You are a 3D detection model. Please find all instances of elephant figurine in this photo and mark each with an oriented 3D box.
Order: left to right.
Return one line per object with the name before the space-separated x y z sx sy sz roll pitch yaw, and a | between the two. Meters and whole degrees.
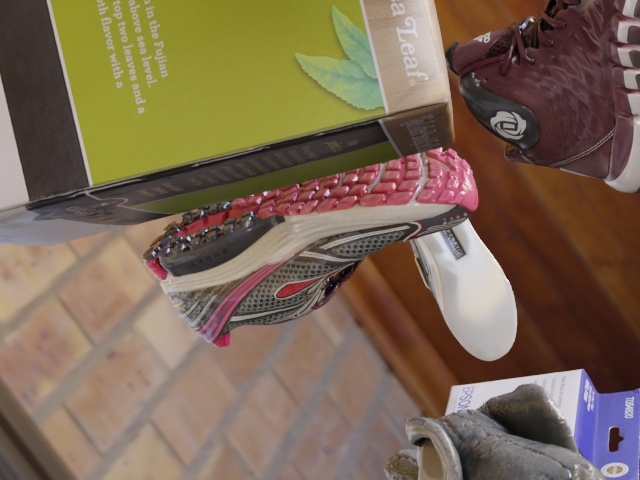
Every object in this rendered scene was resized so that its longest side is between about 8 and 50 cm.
elephant figurine | 0.138 0.199 1.364 0.186 0.239 0.169 -50 -38 12

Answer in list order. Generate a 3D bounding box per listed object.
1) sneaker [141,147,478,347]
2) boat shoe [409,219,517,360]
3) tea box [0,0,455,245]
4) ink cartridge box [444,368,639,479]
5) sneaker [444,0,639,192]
sneaker | 0.000 0.000 1.343 0.299 0.112 0.121 -17 23 29
boat shoe | 0.145 0.025 1.712 0.077 0.219 0.070 -23 -3 -6
tea box | -0.090 -0.136 1.024 0.323 0.220 0.329 -13 -2 4
ink cartridge box | 0.244 0.217 1.795 0.224 0.045 0.223 -9 21 15
sneaker | 0.169 -0.162 1.161 0.162 0.281 0.106 6 33 15
